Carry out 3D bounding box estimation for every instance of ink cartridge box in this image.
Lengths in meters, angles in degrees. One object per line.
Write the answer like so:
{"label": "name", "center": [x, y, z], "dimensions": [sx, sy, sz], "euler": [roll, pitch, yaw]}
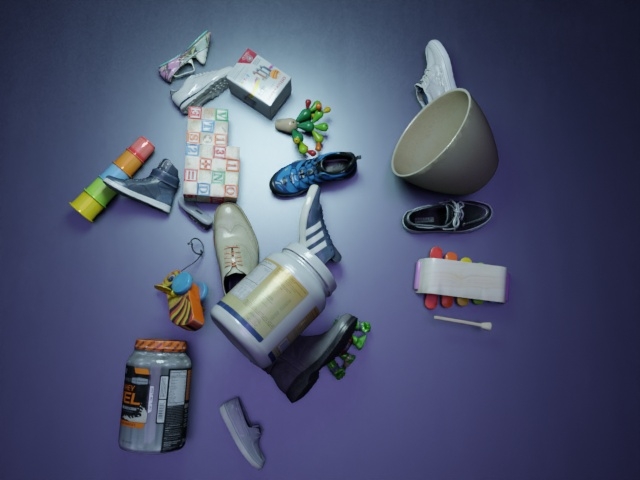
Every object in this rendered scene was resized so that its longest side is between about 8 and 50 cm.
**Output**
{"label": "ink cartridge box", "center": [-0.199, -0.514, 1.880], "dimensions": [0.176, 0.127, 0.128], "euler": [34, 81, 1]}

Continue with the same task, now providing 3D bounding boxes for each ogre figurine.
{"label": "ogre figurine", "center": [0.068, 0.322, 1.786], "dimensions": [0.118, 0.097, 0.197], "euler": [36, 93, -9]}

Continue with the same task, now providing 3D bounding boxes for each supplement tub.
{"label": "supplement tub", "center": [-0.128, 0.178, 1.616], "dimensions": [0.228, 0.228, 0.316], "euler": [45, 72, 4]}
{"label": "supplement tub", "center": [-0.486, 0.454, 1.688], "dimensions": [0.194, 0.193, 0.316], "euler": [3, 81, -2]}

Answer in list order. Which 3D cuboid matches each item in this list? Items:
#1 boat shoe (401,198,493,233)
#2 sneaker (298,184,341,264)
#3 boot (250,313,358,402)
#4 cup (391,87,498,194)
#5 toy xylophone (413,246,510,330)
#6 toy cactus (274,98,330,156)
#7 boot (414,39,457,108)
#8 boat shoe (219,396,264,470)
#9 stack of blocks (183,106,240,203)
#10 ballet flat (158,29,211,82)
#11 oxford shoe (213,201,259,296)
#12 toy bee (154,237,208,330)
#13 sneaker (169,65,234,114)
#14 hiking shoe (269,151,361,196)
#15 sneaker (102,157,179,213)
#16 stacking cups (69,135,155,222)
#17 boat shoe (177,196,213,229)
{"label": "boat shoe", "center": [0.424, -0.084, 1.858], "dimensions": [0.306, 0.105, 0.113], "euler": [-1, 82, -3]}
{"label": "sneaker", "center": [0.000, 0.000, 1.817], "dimensions": [0.148, 0.131, 0.350], "euler": [7, 91, 0]}
{"label": "boot", "center": [-0.062, 0.301, 1.713], "dimensions": [0.223, 0.118, 0.338], "euler": [42, 98, 20]}
{"label": "cup", "center": [0.423, -0.276, 1.808], "dimensions": [0.237, 0.331, 0.331], "euler": [35, 80, -23]}
{"label": "toy xylophone", "center": [0.458, 0.159, 1.835], "dimensions": [0.323, 0.081, 0.236], "euler": [15, 81, -1]}
{"label": "toy cactus", "center": [-0.065, -0.379, 1.878], "dimensions": [0.180, 0.112, 0.219], "euler": [7, 74, 15]}
{"label": "boot", "center": [0.377, -0.551, 1.929], "dimensions": [0.123, 0.095, 0.258], "euler": [-16, 84, -12]}
{"label": "boat shoe", "center": [-0.222, 0.587, 1.738], "dimensions": [0.081, 0.079, 0.227], "euler": [-32, 81, -3]}
{"label": "stack of blocks", "center": [-0.349, -0.275, 1.847], "dimensions": [0.171, 0.087, 0.297], "euler": [3, 79, -10]}
{"label": "ballet flat", "center": [-0.441, -0.612, 1.917], "dimensions": [0.221, 0.077, 0.079], "euler": [-39, 104, -3]}
{"label": "oxford shoe", "center": [-0.256, 0.064, 1.778], "dimensions": [0.140, 0.146, 0.397], "euler": [-13, 84, -5]}
{"label": "toy bee", "center": [-0.431, 0.161, 1.770], "dimensions": [0.162, 0.298, 0.195], "euler": [-25, 120, 20]}
{"label": "sneaker", "center": [-0.390, -0.523, 1.897], "dimensions": [0.235, 0.090, 0.095], "euler": [-34, 75, -9]}
{"label": "hiking shoe", "center": [-0.024, -0.231, 1.844], "dimensions": [0.304, 0.132, 0.113], "euler": [-19, 83, -5]}
{"label": "sneaker", "center": [-0.559, -0.201, 1.806], "dimensions": [0.226, 0.086, 0.163], "euler": [24, 83, -32]}
{"label": "stacking cups", "center": [-0.660, -0.200, 1.838], "dimensions": [0.096, 0.096, 0.316], "euler": [41, 77, 3]}
{"label": "boat shoe", "center": [-0.412, -0.087, 1.847], "dimensions": [0.142, 0.049, 0.040], "euler": [38, 124, 11]}
